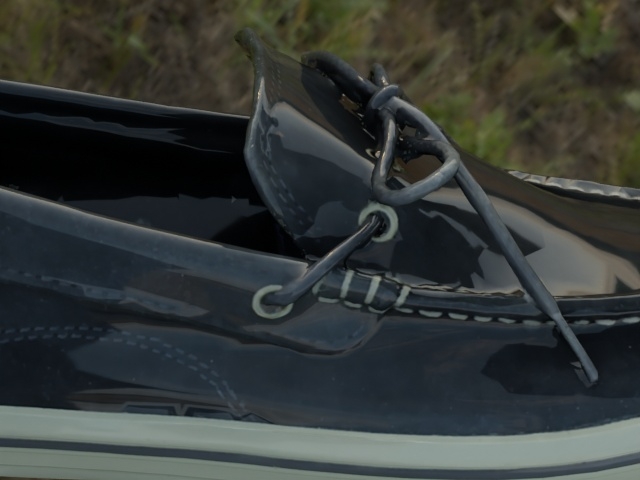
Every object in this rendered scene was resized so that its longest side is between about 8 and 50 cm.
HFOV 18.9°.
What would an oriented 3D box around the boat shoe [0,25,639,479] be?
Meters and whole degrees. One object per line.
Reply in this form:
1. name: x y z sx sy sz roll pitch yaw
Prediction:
1. boat shoe: 0.000 0.000 0.770 0.500 0.156 0.187 1 19 -5
